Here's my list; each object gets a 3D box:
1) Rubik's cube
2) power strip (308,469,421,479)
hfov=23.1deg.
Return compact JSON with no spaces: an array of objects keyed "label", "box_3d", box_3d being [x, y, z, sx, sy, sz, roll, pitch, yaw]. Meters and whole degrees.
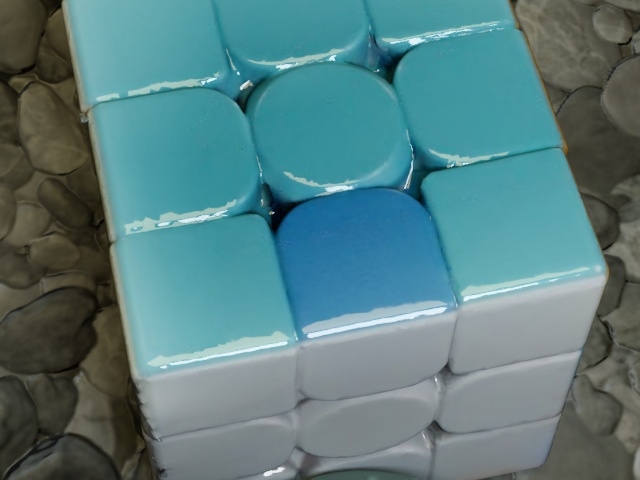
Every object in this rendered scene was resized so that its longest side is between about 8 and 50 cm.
[{"label":"Rubik's cube","box_3d":[0.000,0.000,1.071,0.290,0.291,0.291,-10,61,-7]},{"label":"power strip","box_3d":[0.012,0.218,0.998,0.216,0.044,0.137,-24,53,-35]}]
